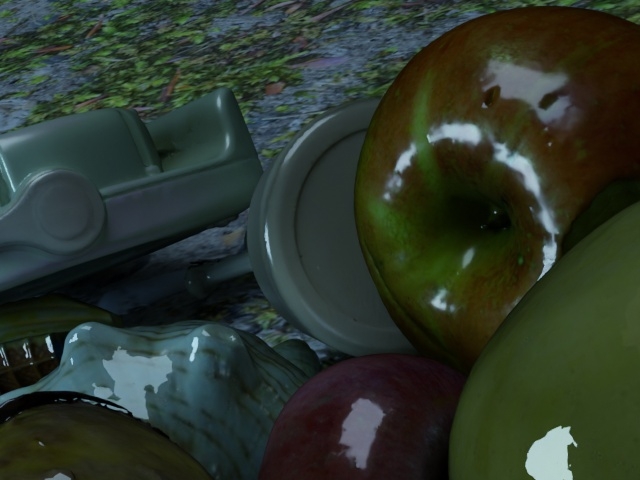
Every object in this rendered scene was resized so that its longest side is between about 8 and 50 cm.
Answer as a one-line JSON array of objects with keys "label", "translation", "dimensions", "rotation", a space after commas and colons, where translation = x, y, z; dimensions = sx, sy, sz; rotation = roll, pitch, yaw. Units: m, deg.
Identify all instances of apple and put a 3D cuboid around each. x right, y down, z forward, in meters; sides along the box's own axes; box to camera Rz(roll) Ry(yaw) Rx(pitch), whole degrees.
[{"label": "apple", "translation": [0.192, 0.098, 0.837], "dimensions": [0.262, 0.262, 0.262], "rotation": [-14, 22, 6]}, {"label": "apple", "translation": [0.151, -0.026, 1.149], "dimensions": [0.246, 0.246, 0.226], "rotation": [5, 16, 42]}, {"label": "apple", "translation": [0.036, 0.134, 0.971], "dimensions": [0.120, 0.153, 0.153], "rotation": [-15, 17, 46]}]

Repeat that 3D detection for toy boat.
[{"label": "toy boat", "translation": [-0.230, 0.085, 1.390], "dimensions": [0.172, 0.066, 0.065], "rotation": [-18, -19, 4]}]

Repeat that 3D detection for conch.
[{"label": "conch", "translation": [-0.075, 0.112, 1.087], "dimensions": [0.203, 0.170, 0.386], "rotation": [15, 35, 21]}]

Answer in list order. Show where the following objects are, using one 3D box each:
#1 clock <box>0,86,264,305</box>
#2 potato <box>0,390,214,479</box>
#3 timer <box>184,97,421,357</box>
[{"label": "clock", "translation": [-0.221, -0.017, 1.404], "dimensions": [0.265, 0.109, 0.324], "rotation": [-20, -1, 39]}, {"label": "potato", "translation": [-0.090, 0.206, 0.813], "dimensions": [0.229, 0.229, 0.266], "rotation": [-24, 22, -18]}, {"label": "timer", "translation": [0.000, 0.000, 1.361], "dimensions": [0.175, 0.175, 0.266], "rotation": [-25, 6, -20]}]
